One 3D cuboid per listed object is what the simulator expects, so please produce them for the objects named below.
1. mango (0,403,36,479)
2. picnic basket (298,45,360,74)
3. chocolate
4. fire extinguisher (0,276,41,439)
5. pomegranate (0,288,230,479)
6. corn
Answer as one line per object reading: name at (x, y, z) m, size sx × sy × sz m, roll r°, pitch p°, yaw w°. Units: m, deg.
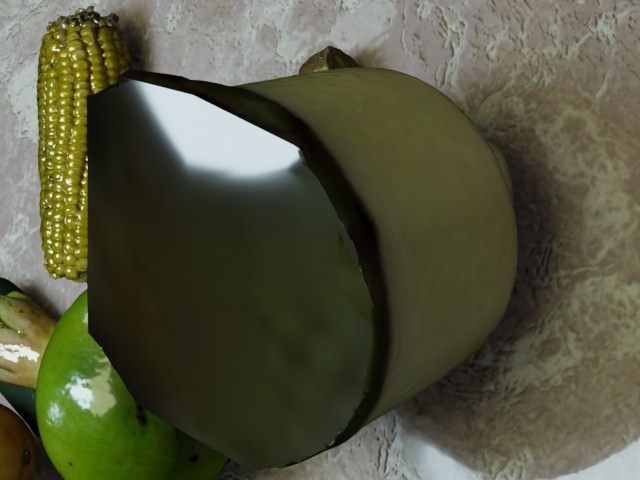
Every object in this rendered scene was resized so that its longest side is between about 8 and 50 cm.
mango at (-0.391, 0.223, 1.558) m, size 0.221 × 0.151 × 0.120 m, roll -5°, pitch 75°, yaw 50°
picnic basket at (-0.003, -0.143, 1.438) m, size 0.083 × 0.072 × 0.072 m, roll -32°, pitch 61°, yaw 33°
chocolate at (0.000, 0.000, 1.263) m, size 0.326 × 0.297 × 0.314 m, roll 20°, pitch 120°, yaw 31°
fire extinguisher at (-0.344, 0.122, 1.649) m, size 0.311 × 0.114 × 0.095 m, roll 40°, pitch 145°, yaw 40°
pomegranate at (-0.206, 0.131, 1.434) m, size 0.302 × 0.236 × 0.236 m, roll 18°, pitch 93°, yaw 14°
corn at (-0.260, -0.109, 1.627) m, size 0.115 × 0.115 × 0.317 m, roll -14°, pitch 72°, yaw 38°
